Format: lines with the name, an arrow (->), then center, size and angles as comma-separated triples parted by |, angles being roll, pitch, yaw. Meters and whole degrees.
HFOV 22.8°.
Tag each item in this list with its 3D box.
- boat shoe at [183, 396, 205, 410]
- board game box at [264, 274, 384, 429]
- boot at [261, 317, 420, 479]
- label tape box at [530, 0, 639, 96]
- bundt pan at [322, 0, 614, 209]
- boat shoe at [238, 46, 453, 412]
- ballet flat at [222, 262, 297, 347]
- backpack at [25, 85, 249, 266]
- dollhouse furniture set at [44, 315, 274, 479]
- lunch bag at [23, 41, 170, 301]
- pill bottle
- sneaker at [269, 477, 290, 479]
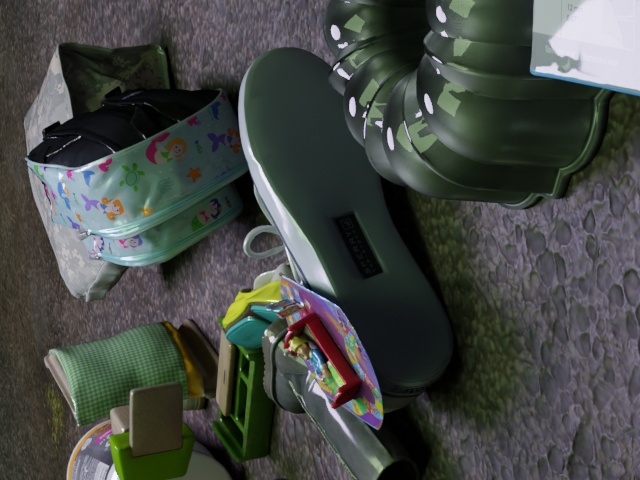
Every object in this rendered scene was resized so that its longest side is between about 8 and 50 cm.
boat shoe -> -0.198, 0.170, 2.100 | 0.153, 0.048, 0.056 | -122, 34, -43
board game box -> -0.003, 0.109, 1.440 | 0.168, 0.033, 0.133 | 27, 140, 58
boot -> 0.025, 0.186, 1.590 | 0.208, 0.076, 0.190 | 45, 169, 27
label tape box -> 0.238, -0.258, 0.948 | 0.249, 0.115, 0.348 | -153, 58, -62
bundt pan -> 0.098, -0.182, 1.266 | 0.331, 0.124, 0.331 | 174, 90, -67
boat shoe -> 0.008, -0.001, 1.524 | 0.367, 0.136, 0.156 | 64, 154, 18
ballet flat -> -0.045, 0.064, 1.715 | 0.231, 0.077, 0.077 | -23, 45, 65
backpack -> -0.196, -0.081, 1.831 | 0.253, 0.225, 0.191 | -3, 115, 61
dollhouse furniture set -> -0.202, 0.141, 1.920 | 0.301, 0.197, 0.151 | -135, 43, -53
lunch bag -> -0.281, -0.083, 2.078 | 0.235, 0.169, 0.287 | 134, 130, -60
pill bottle -> -0.218, 0.321, 2.047 | 0.278, 0.162, 0.162 | 180, 84, -65
sneaker -> 0.018, 0.330, 1.638 | 0.125, 0.104, 0.262 | -60, 44, 27
